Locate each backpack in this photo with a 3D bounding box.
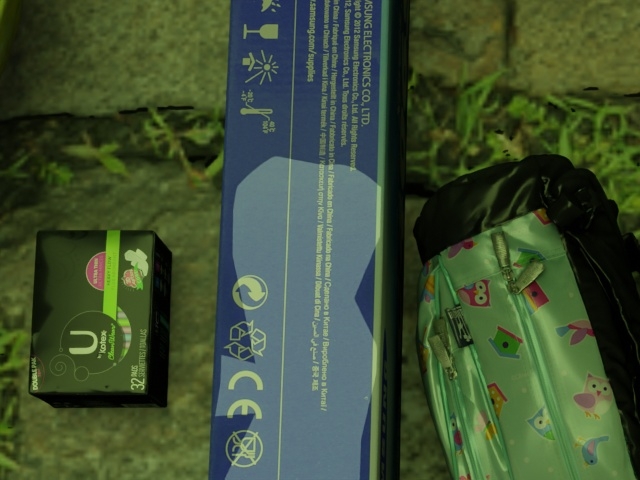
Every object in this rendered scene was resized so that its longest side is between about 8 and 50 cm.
[{"bbox_3d":[0.106,0.063,0.865,0.115,0.152,0.182,-17,78,19],"label":"backpack"}]

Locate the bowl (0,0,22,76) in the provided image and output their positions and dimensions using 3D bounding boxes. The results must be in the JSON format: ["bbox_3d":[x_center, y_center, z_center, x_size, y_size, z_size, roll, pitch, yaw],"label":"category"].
[{"bbox_3d":[-0.275,-0.118,0.936,0.290,0.156,0.289,-1,77,6],"label":"bowl"}]

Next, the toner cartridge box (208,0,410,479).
[{"bbox_3d":[0.000,0.000,0.871,0.075,0.165,0.347,0,77,7],"label":"toner cartridge box"}]

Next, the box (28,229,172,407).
[{"bbox_3d":[-0.109,0.040,0.931,0.062,0.052,0.083,-1,77,6],"label":"box"}]
